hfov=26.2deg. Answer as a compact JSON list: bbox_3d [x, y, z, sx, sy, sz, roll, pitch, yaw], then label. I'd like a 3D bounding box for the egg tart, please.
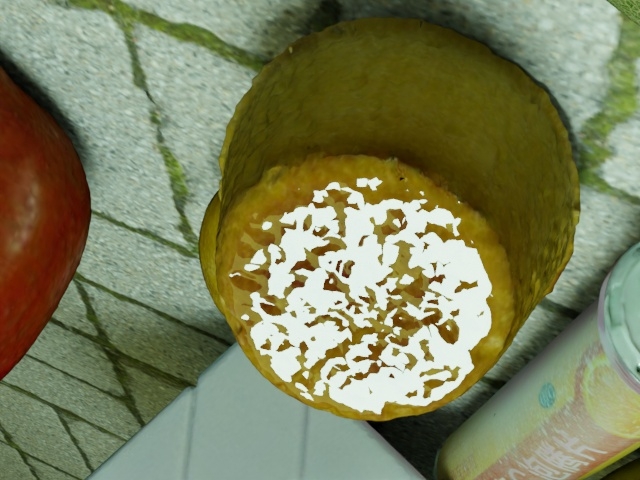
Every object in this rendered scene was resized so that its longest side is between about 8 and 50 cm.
[{"bbox_3d":[0.031,-0.006,0.750,0.215,0.171,0.215,5,113,11],"label":"egg tart"}]

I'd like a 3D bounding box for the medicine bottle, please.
[{"bbox_3d":[0.179,0.122,0.971,0.108,0.108,0.426,29,157,3],"label":"medicine bottle"}]

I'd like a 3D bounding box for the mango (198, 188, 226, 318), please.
[{"bbox_3d":[-0.003,0.004,0.934,0.157,0.109,0.262,36,153,0],"label":"mango"}]

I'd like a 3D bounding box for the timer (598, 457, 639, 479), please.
[{"bbox_3d":[0.273,0.340,0.939,0.376,0.387,0.376,22,151,13],"label":"timer"}]

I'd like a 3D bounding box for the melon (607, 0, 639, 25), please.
[{"bbox_3d":[0.158,-0.122,0.536,0.162,0.099,0.099,27,155,8],"label":"melon"}]

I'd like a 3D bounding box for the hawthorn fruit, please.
[{"bbox_3d":[-0.315,-0.011,1.048,0.295,0.295,0.311,84,165,-60],"label":"hawthorn fruit"}]

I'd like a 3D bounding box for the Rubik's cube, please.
[{"bbox_3d":[-0.033,0.332,1.227,0.319,0.322,0.316,40,168,33],"label":"Rubik's cube"}]
